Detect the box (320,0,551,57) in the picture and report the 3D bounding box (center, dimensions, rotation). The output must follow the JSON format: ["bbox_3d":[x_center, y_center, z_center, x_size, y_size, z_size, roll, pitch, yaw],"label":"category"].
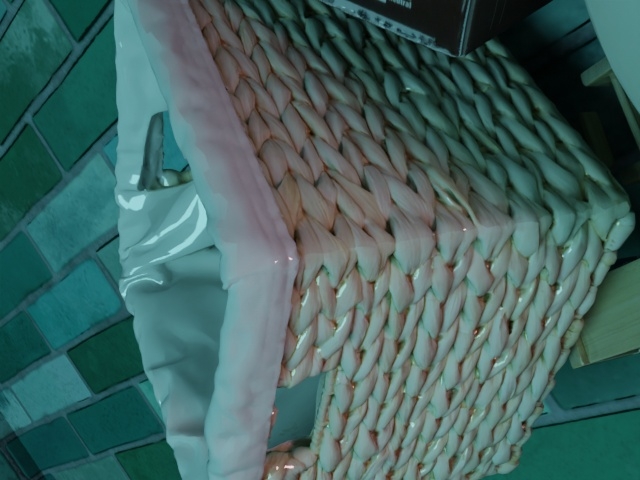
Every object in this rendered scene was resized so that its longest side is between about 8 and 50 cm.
[{"bbox_3d":[0.085,-0.244,0.572,0.168,0.203,0.167,31,137,27],"label":"box"}]

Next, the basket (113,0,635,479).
[{"bbox_3d":[0.000,0.000,0.711,0.328,0.267,0.331,100,152,-43],"label":"basket"}]

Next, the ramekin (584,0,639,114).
[{"bbox_3d":[0.244,-0.149,0.420,0.303,0.148,0.303,157,90,-79],"label":"ramekin"}]

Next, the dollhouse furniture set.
[{"bbox_3d":[0.238,-0.023,0.669,0.129,0.129,0.183,-35,66,52],"label":"dollhouse furniture set"}]
